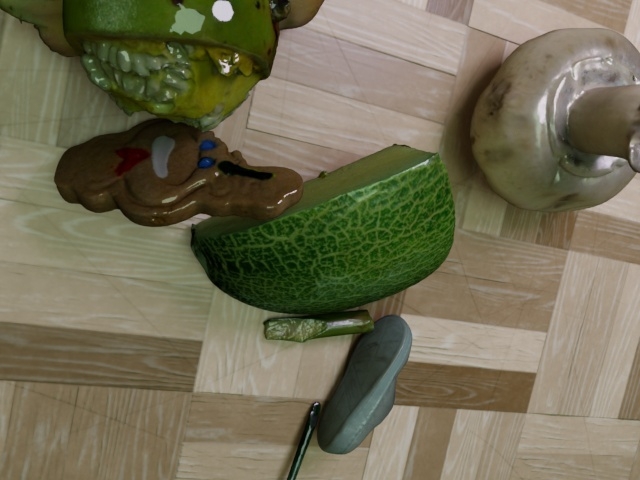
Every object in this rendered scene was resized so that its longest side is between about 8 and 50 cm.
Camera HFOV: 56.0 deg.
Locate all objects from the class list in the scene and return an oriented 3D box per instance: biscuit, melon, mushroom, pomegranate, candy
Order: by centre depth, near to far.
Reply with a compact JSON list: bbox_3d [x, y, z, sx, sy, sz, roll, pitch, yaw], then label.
[{"bbox_3d":[-0.206,-0.267,0.724,0.341,0.260,0.260,10,97,2],"label":"pomegranate"},{"bbox_3d":[-0.180,-0.089,0.778,0.320,0.047,0.183,17,54,14],"label":"biscuit"},{"bbox_3d":[0.000,0.000,0.888,0.344,0.331,0.226,-27,71,-8],"label":"melon"},{"bbox_3d":[0.413,-0.175,0.925,0.315,0.336,0.314,-4,107,-14],"label":"mushroom"},{"bbox_3d":[-0.057,0.423,0.993,0.097,0.097,0.323,23,83,-23],"label":"candy"}]

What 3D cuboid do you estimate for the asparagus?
[{"bbox_3d":[-0.002,0.138,0.972,0.179,0.045,0.041,-4,140,-17],"label":"asparagus"}]

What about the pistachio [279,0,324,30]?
[{"bbox_3d":[-0.033,-0.393,0.823,0.131,0.165,0.210,28,104,15],"label":"pistachio"}]

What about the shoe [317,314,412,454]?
[{"bbox_3d":[0.089,0.247,0.999,0.100,0.103,0.250,34,88,-31],"label":"shoe"}]
